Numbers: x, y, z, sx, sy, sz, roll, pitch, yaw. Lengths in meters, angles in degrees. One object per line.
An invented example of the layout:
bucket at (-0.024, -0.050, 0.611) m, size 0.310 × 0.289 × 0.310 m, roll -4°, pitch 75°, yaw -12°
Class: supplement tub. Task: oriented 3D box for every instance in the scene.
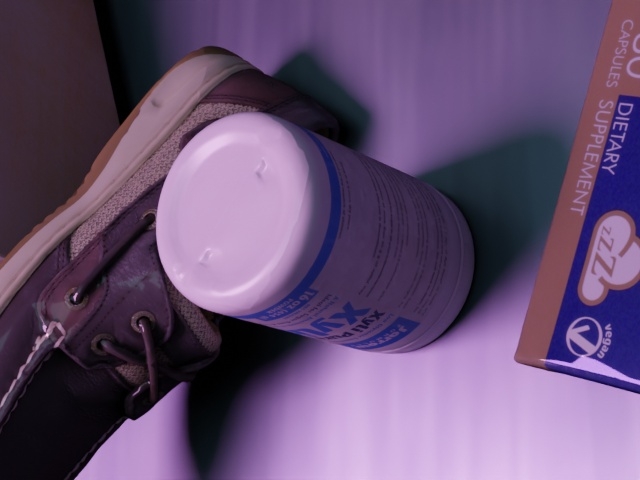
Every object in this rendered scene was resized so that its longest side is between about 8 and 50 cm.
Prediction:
supplement tub at (0.000, 0.000, 0.515) m, size 0.071 × 0.107 × 0.071 m, roll -11°, pitch 71°, yaw 35°

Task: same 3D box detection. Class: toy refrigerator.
toy refrigerator at (-0.163, -0.082, 0.674) m, size 0.102 × 0.094 × 0.269 m, roll -34°, pitch 59°, yaw 34°

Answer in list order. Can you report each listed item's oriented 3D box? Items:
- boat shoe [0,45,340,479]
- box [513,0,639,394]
boat shoe at (-0.071, 0.023, 0.557) m, size 0.073 × 0.080 × 0.223 m, roll 21°, pitch 69°, yaw 32°
box at (0.176, -0.002, 0.429) m, size 0.225 × 0.036 × 0.136 m, roll 13°, pitch 86°, yaw 38°
